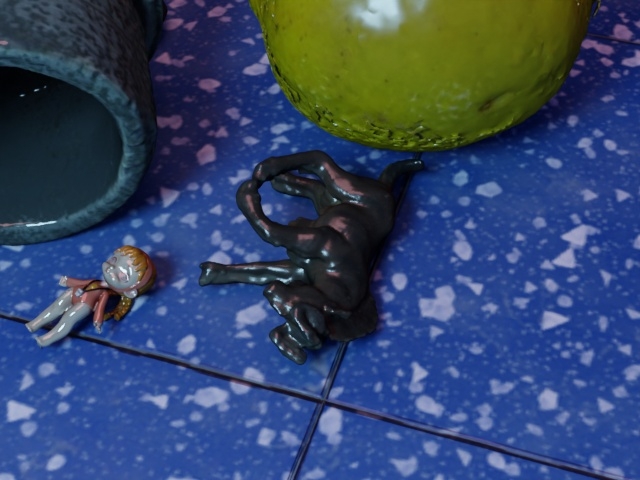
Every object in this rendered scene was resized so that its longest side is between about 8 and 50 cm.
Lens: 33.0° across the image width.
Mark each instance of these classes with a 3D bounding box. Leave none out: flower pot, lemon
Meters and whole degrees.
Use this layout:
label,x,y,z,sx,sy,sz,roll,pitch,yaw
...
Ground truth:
label,x,y,z,sx,sy,sz,roll,pitch,yaw
flower pot,-0.284,-0.168,0.900,0.299,0.299,0.283,-7,57,-5
lemon,0.092,-0.203,0.924,0.310,0.258,0.258,-7,48,4

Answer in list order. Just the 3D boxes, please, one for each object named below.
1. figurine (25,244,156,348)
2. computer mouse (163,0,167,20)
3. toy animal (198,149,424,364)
label,x,y,z,sx,sy,sz,roll,pitch,yaw
figurine,-0.179,0.045,0.850,0.109,0.047,0.064,-35,63,-16
computer mouse,-0.240,-0.260,1.111,0.192,0.062,0.106,35,58,30
toy animal,0.000,0.000,0.877,0.148,0.084,0.233,29,47,4
